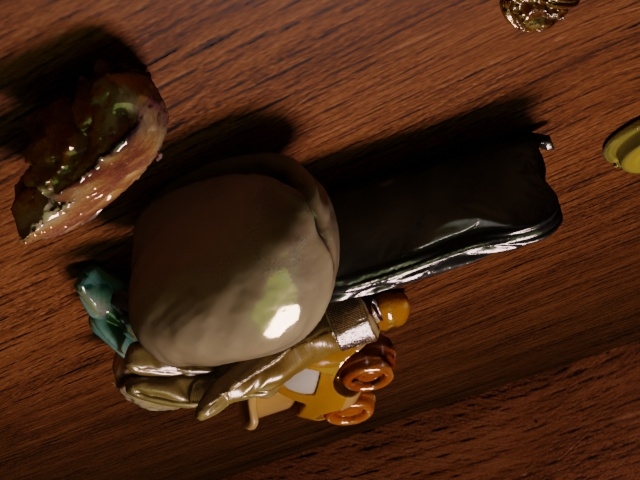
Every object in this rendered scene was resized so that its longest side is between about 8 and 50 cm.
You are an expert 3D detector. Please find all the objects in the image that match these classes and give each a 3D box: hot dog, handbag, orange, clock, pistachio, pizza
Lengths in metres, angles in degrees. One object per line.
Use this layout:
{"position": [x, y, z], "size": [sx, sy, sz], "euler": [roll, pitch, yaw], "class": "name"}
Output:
{"position": [0.202, -0.217, 1.356], "size": [0.083, 0.035, 0.058], "euler": [-2, 157, -42], "class": "hot dog"}
{"position": [0.126, -0.032, 1.740], "size": [0.332, 0.192, 0.075], "euler": [-18, 124, 7], "class": "handbag"}
{"position": [0.110, 0.121, 2.477], "size": [0.086, 0.062, 0.086], "euler": [-13, 162, -4], "class": "orange"}
{"position": [0.486, -0.130, 1.924], "size": [0.237, 0.057, 0.237], "euler": [-14, 164, -4], "class": "clock"}
{"position": [-0.093, 0.024, 1.622], "size": [0.208, 0.226, 0.332], "euler": [-37, -178, -42], "class": "pistachio"}
{"position": [-0.216, -0.082, 1.349], "size": [0.161, 0.086, 0.305], "euler": [-33, 176, -25], "class": "pizza"}

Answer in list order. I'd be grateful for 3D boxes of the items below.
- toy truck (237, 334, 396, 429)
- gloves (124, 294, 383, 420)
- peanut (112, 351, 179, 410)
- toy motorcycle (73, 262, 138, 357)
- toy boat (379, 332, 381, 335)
{"position": [-0.017, 0.155, 2.156], "size": [0.211, 0.204, 0.288], "euler": [-2, 149, -12], "class": "toy truck"}
{"position": [-0.085, 0.121, 1.826], "size": [0.331, 0.154, 0.141], "euler": [-20, 178, -5], "class": "gloves"}
{"position": [-0.198, 0.192, 2.299], "size": [0.149, 0.149, 0.313], "euler": [-22, 164, 24], "class": "peanut"}
{"position": [-0.229, 0.114, 1.953], "size": [0.109, 0.198, 0.296], "euler": [-55, 157, -14], "class": "toy motorcycle"}
{"position": [0.050, 0.189, 2.576], "size": [0.111, 0.084, 0.276], "euler": [14, 169, 12], "class": "toy boat"}
